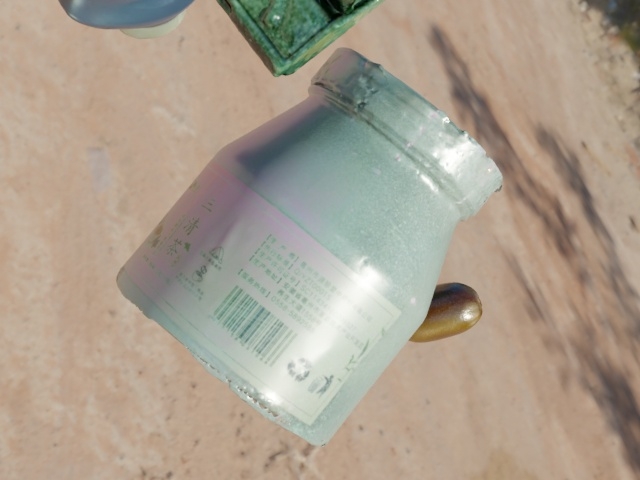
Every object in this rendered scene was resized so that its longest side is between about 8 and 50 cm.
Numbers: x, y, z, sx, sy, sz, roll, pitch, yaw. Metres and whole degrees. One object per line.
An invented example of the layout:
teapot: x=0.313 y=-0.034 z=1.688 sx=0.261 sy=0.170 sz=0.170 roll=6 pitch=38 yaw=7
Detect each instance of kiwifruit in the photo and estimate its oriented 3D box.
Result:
kiwifruit: x=0.159 y=0.099 z=1.430 sx=0.075 sy=0.125 sz=0.075 roll=-15 pitch=90 yaw=-76

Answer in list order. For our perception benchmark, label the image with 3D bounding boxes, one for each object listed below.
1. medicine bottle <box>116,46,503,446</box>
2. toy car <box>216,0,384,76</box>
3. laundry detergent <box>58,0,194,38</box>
medicine bottle: x=0.000 y=0.000 z=0.934 sx=0.245 sy=0.290 sz=0.245 roll=40 pitch=-3 yaw=3
toy car: x=0.058 y=-0.253 z=0.655 sx=0.141 sy=0.321 sz=0.097 roll=53 pitch=7 yaw=2
laundry detergent: x=-0.143 y=-0.232 z=0.815 sx=0.094 sy=0.143 sz=0.290 roll=58 pitch=-13 yaw=8
